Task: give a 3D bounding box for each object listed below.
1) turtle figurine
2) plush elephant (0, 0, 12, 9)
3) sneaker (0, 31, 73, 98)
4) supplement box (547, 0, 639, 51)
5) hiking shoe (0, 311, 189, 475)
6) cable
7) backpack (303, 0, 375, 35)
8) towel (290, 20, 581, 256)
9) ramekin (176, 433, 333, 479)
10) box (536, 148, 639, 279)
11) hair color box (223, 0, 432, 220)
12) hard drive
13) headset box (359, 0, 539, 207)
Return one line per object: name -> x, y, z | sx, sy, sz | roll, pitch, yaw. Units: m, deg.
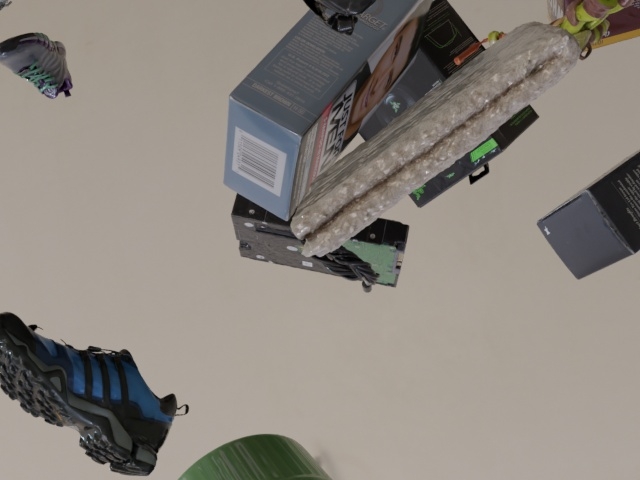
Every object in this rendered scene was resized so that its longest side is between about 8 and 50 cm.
turtle figurine -> 0.339, -0.293, 1.312 | 0.217, 0.270, 0.087 | -43, 61, 58
plush elephant -> -0.532, -0.327, 1.127 | 0.330, 0.272, 0.255 | -57, -40, -35
sneaker -> -0.479, -0.294, 1.594 | 0.224, 0.083, 0.098 | -39, -71, -78
supplement box -> 0.515, -0.469, 1.687 | 0.194, 0.191, 0.129 | 68, -171, -49
hiking shoe -> -0.319, 0.185, 1.245 | 0.304, 0.113, 0.132 | 49, -131, -25
cable -> 0.019, 0.022, 1.598 | 0.184, 0.047, 0.150 | 38, 175, 9
backpack -> 0.009, -0.265, 0.783 | 0.152, 0.115, 0.182 | 47, -161, -13
towel -> 0.096, -0.092, 0.817 | 0.049, 0.282, 0.187 | 51, -167, -10
ramekin -> -0.103, 0.447, 1.449 | 0.148, 0.303, 0.303 | 46, 170, 46
box -> 0.437, -0.054, 1.318 | 0.108, 0.207, 0.153 | 55, 161, 5
hair color box -> 0.017, -0.226, 1.288 | 0.374, 0.114, 0.185 | -53, -13, -31
hard drive -> 0.000, 0.000, 1.860 | 0.237, 0.339, 0.064 | 87, -165, -69
headset box -> 0.194, -0.223, 1.598 | 0.283, 0.246, 0.131 | 51, -126, -3
